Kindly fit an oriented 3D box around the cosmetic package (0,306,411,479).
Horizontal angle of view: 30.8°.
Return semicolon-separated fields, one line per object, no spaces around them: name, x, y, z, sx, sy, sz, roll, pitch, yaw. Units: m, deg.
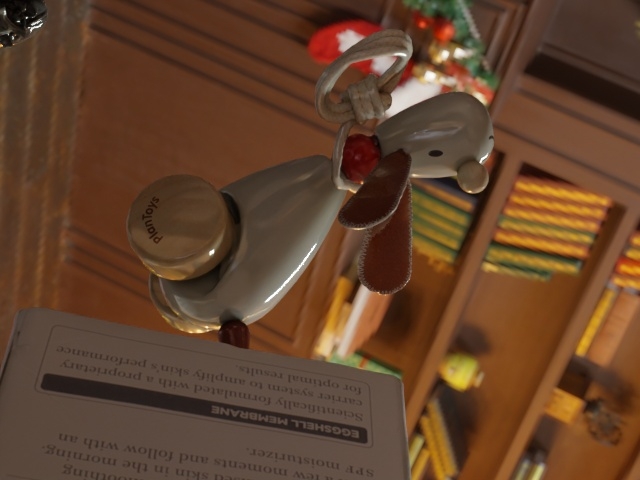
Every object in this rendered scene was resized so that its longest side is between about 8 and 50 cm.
cosmetic package;-0.058;0.183;0.351;0.225;0.138;0.224;-88;-168;-56

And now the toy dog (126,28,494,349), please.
toy dog;0.000;0.000;0.957;0.333;0.161;0.220;-33;156;14

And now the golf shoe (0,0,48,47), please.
golf shoe;-0.207;-0.132;0.462;0.198;0.094;0.077;15;115;-34
